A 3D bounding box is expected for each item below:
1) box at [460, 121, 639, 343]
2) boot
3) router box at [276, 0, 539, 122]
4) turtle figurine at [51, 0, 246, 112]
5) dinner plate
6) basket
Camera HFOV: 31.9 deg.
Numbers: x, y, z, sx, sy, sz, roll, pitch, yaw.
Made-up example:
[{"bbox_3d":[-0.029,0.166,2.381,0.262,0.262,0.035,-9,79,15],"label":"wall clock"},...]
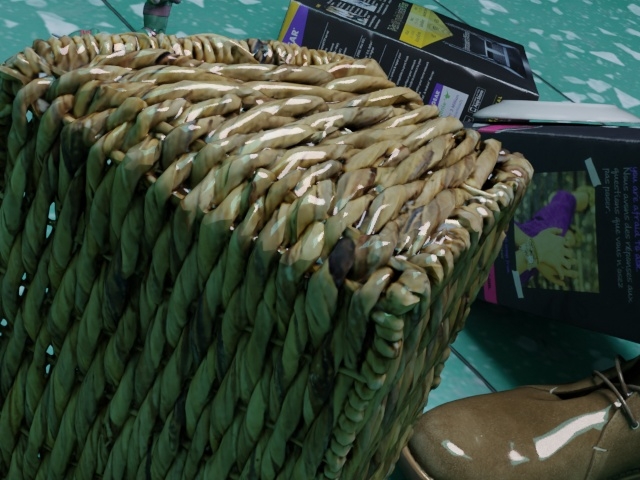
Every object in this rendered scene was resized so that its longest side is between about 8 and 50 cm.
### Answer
[{"bbox_3d":[0.225,-0.017,0.874,0.165,0.143,0.270,-4,10,-31],"label":"box"},{"bbox_3d":[0.193,0.118,0.787,0.305,0.115,0.112,-2,40,-27],"label":"boot"},{"bbox_3d":[0.090,-0.185,1.151,0.242,0.081,0.309,21,19,1],"label":"router box"},{"bbox_3d":[-0.145,-0.160,1.021,0.234,0.118,0.175,20,47,-30],"label":"turtle figurine"},{"bbox_3d":[0.197,-0.107,0.930,0.141,0.017,0.141,3,8,0],"label":"dinner plate"},{"bbox_3d":[-0.050,0.042,0.598,0.223,0.299,0.213,28,33,14],"label":"basket"}]
